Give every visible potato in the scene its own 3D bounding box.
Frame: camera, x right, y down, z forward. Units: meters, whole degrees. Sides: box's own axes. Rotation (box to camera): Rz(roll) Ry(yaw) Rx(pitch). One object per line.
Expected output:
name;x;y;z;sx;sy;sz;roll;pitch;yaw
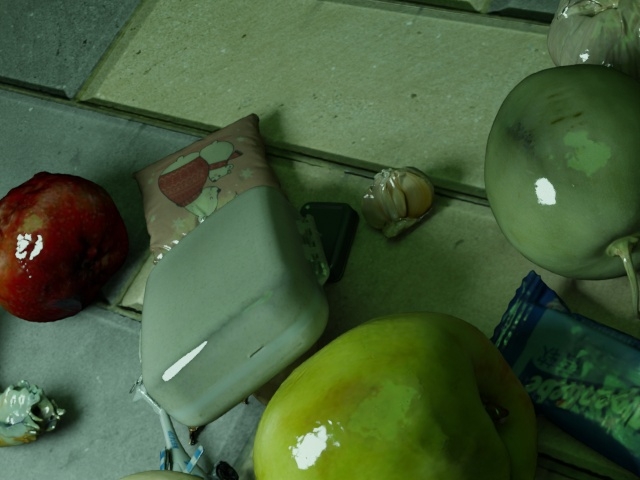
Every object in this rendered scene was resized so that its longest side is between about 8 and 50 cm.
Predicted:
potato;-0.053;0.161;1.520;0.112;0.112;0.147;-6;47;19

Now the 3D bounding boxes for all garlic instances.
garlic;0.108;-0.063;1.621;0.113;0.094;0.074;-23;11;14
garlic;0.427;-0.299;1.599;0.228;0.152;0.228;-8;54;11

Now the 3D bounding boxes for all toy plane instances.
toy plane;-0.183;0.310;1.492;0.273;0.107;0.182;45;118;49

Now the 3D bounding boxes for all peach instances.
peach;0.081;0.240;1.298;0.316;0.281;0.314;-12;59;25

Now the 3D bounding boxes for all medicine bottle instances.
medicine bottle;-0.120;0.073;1.497;0.282;0.123;0.375;-39;23;9

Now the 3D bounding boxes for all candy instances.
candy;0.349;0.173;1.362;0.331;0.077;0.187;24;76;34

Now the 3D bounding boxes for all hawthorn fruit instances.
hawthorn fruit;-0.424;0.004;1.730;0.266;0.210;0.230;20;81;49

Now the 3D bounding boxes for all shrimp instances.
shrimp;-0.497;0.194;1.663;0.185;0.068;0.287;-41;66;27

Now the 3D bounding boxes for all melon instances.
melon;0.331;-0.087;1.431;0.272;0.272;0.308;-35;30;-3

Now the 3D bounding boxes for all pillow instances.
pillow;-0.172;-0.077;1.742;0.236;0.084;0.223;-21;51;4

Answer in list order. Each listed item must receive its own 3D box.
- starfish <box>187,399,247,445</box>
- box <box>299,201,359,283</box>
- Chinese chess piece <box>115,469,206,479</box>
starfish;-0.168;0.217;1.568;0.133;0.041;0.130;-1;59;22
box;0.000;0.000;1.650;0.091;0.031;0.126;4;61;26
Chinese chess piece;-0.189;0.407;1.336;0.270;0.112;0.270;-1;88;27
